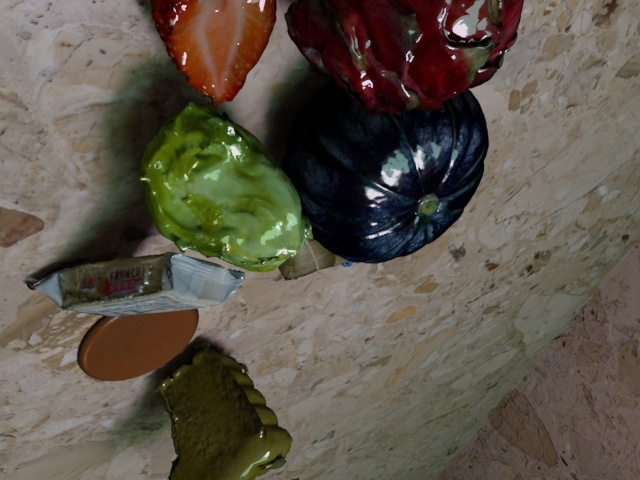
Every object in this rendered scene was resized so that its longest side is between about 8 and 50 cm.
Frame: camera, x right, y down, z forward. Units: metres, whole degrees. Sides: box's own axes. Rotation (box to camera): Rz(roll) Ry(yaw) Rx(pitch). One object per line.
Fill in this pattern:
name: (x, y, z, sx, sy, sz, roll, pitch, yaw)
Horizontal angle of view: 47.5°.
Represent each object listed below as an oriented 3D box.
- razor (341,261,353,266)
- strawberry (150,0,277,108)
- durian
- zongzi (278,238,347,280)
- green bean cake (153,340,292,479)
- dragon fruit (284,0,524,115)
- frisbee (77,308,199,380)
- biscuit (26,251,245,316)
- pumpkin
razor: (0.034, -0.009, 1.537, 0.081, 0.042, 0.253, 2, 153, 16)
strawberry: (-0.132, -0.294, 0.958, 0.174, 0.098, 0.228, -31, 151, -8)
durian: (-0.141, -0.053, 1.119, 0.204, 0.256, 0.340, -46, 180, -8)
zongzi: (0.000, 0.000, 1.459, 0.176, 0.079, 0.160, -11, 143, -14)
green bean cake: (-0.237, 0.413, 1.567, 0.285, 0.310, 0.202, -37, 156, 6)
dragon fruit: (0.117, -0.320, 0.969, 0.329, 0.329, 0.329, -26, 146, -19)
frisbee: (-0.353, 0.195, 1.434, 0.250, 0.021, 0.251, -25, 146, -18)
biscuit: (-0.296, 0.074, 1.168, 0.309, 0.079, 0.186, -8, 162, 28)
pumpkin: (0.105, -0.133, 1.242, 0.363, 0.266, 0.363, -22, 145, -17)
